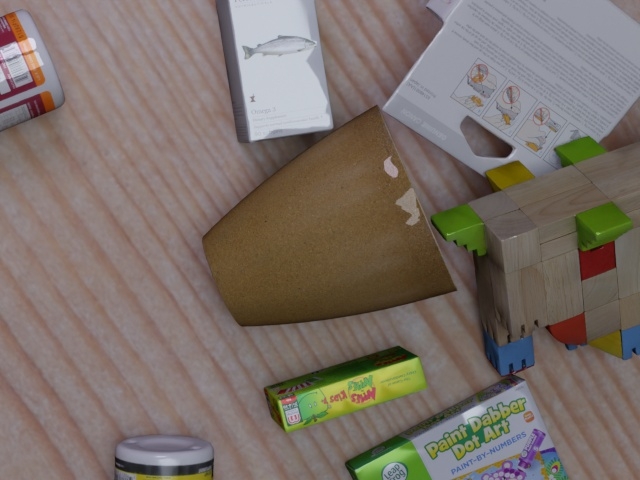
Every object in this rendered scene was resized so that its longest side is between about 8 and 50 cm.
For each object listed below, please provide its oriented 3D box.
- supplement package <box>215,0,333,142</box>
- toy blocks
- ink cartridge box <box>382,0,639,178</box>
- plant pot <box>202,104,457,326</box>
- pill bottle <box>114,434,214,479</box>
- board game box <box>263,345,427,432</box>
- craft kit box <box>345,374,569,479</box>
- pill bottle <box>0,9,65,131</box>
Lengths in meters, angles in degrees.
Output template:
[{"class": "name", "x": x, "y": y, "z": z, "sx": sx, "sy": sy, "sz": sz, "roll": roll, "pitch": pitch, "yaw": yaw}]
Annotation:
[{"class": "supplement package", "x": -0.056, "y": -0.211, "z": 1.823, "sx": 0.105, "sy": 0.105, "sz": 0.179, "roll": -10, "pitch": 96, "yaw": -9}, {"class": "toy blocks", "x": 0.341, "y": 0.036, "z": 1.886, "sx": 0.381, "sy": 0.191, "sz": 0.261, "roll": -20, "pitch": 125, "yaw": -12}, {"class": "ink cartridge box", "x": 0.244, "y": -0.206, "z": 1.865, "sx": 0.296, "sy": 0.066, "sz": 0.261, "roll": 30, "pitch": 104, "yaw": -31}, {"class": "plant pot", "x": 0.000, "y": 0.000, "z": 1.805, "sx": 0.254, "sy": 0.237, "sz": 0.237, "roll": -24, "pitch": 99, "yaw": 3}, {"class": "pill bottle", "x": -0.187, "y": 0.344, "z": 1.827, "sx": 0.119, "sy": 0.119, "sz": 0.208, "roll": 1, "pitch": 94, "yaw": -12}, {"class": "board game box", "x": 0.029, "y": 0.180, "z": 1.876, "sx": 0.181, "sy": 0.092, "sz": 0.043, "roll": -17, "pitch": 98, "yaw": -11}, {"class": "craft kit box", "x": 0.194, "y": 0.335, "z": 1.945, "sx": 0.250, "sy": 0.061, "sz": 0.246, "roll": -27, "pitch": 96, "yaw": -10}, {"class": "pill bottle", "x": -0.412, "y": -0.168, "z": 1.740, "sx": 0.221, "sy": 0.121, "sz": 0.121, "roll": -23, "pitch": 98, "yaw": -10}]
